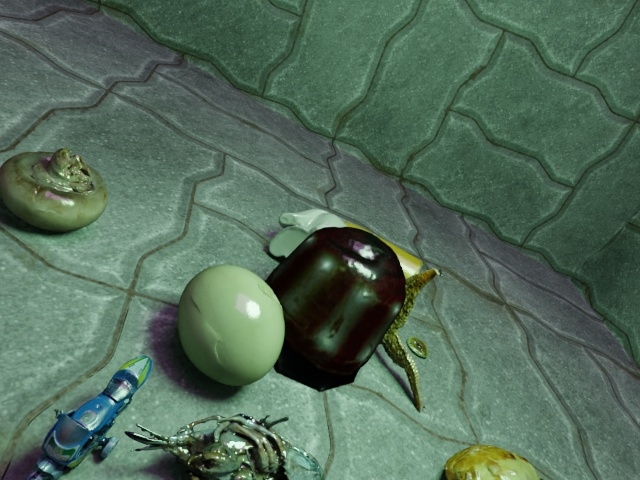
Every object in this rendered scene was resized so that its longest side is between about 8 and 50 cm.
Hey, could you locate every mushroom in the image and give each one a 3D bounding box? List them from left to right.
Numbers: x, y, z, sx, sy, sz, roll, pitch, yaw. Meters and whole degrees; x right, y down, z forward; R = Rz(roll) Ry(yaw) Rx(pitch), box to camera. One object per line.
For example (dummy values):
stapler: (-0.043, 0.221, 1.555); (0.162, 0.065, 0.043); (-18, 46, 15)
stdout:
mushroom: (-0.608, -0.125, 1.063); (0.226, 0.178, 0.226); (27, 35, -21)

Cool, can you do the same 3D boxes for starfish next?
starfish: (0.219, 0.211, 1.346); (0.132, 0.383, 0.398); (5, 19, -18)

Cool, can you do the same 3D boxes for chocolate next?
chocolate: (0.047, 0.135, 1.195); (0.384, 0.331, 0.383); (27, 29, -16)
chocolate: (0.159, 0.035, 1.720); (0.445, 0.162, 0.162); (32, 25, 7)

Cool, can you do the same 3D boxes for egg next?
egg: (-0.189, 0.173, 0.977); (0.219, 0.219, 0.269); (-2, 44, -51)

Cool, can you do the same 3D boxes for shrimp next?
shrimp: (-0.132, 0.352, 0.782); (0.372, 0.172, 0.137); (33, -11, -36)

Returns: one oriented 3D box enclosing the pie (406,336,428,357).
pie: (0.315, 0.343, 1.486); (0.084, 0.021, 0.084); (26, 26, -14)

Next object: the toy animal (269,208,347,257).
toy animal: (0.000, 0.000, 1.516); (0.272, 0.206, 0.265); (38, 30, 14)

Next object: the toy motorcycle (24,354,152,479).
toy motorcycle: (-0.349, 0.276, 0.707); (0.092, 0.135, 0.254); (34, 26, 1)

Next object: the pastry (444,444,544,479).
pastry: (0.423, 0.569, 1.052); (0.256, 0.170, 0.237); (13, 35, -46)
